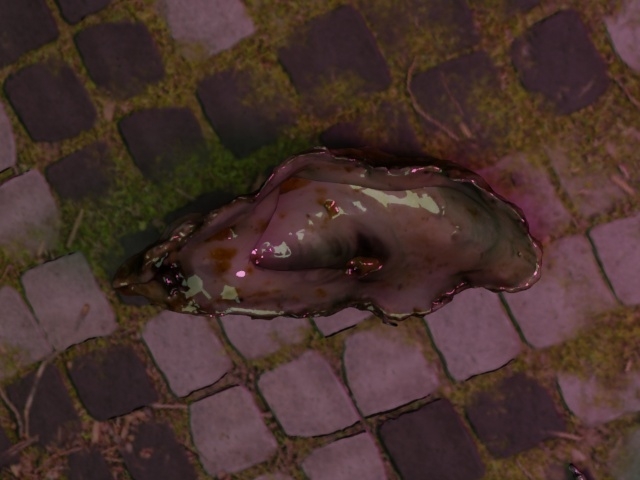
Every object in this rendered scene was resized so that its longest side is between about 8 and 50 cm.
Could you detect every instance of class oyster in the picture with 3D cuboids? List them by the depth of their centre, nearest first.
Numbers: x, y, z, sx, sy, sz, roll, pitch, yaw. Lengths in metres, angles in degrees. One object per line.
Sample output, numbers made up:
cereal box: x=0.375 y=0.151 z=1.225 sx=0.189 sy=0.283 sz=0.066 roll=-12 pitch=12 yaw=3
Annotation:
oyster: x=0.002 y=0.001 z=1.314 sx=0.341 sy=0.110 sz=0.166 roll=-18 pitch=106 yaw=20

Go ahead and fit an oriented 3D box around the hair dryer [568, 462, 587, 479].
hair dryer: x=0.292 y=0.281 z=1.346 sx=0.167 sy=0.067 sz=0.199 roll=-4 pitch=91 yaw=10
